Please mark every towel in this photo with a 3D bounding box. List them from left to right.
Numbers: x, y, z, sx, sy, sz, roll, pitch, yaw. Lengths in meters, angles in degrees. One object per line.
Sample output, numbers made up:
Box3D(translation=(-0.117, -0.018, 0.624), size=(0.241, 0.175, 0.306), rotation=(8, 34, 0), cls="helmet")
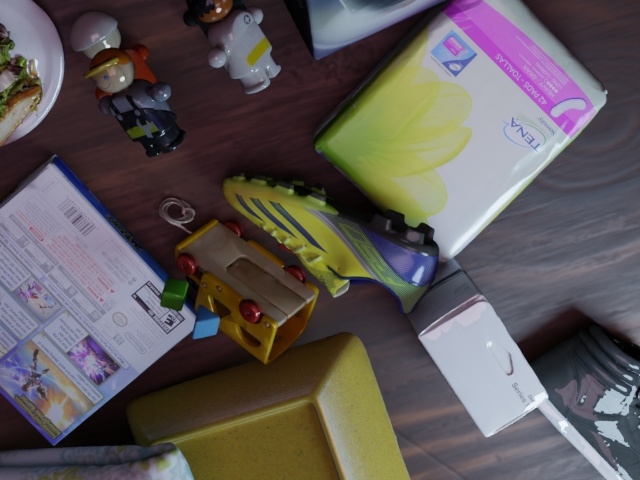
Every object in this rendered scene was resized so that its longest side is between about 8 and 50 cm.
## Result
Box3D(translation=(-0.260, 0.402, 1.629), size=(0.375, 0.090, 0.320), rotation=(-9, 110, 37), cls="towel")

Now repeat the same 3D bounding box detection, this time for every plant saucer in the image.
Box3D(translation=(-0.060, 0.316, 1.637), size=(0.333, 0.081, 0.332), rotation=(-19, 91, 18), cls="plant saucer")

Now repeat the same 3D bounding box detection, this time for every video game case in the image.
Box3D(translation=(-0.324, 0.074, 1.644), size=(0.244, 0.061, 0.269), rotation=(-40, 105, 5), cls="video game case")

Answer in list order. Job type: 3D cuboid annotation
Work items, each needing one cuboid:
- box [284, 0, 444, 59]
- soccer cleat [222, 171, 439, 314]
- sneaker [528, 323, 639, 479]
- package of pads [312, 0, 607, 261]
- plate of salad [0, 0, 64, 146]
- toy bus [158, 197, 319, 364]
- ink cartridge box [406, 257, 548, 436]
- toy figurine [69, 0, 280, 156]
Box3D(translation=(0.084, -0.363, 1.402), size=(0.296, 0.294, 0.182), rotation=(-25, 79, -2), cls="box")
Box3D(translation=(0.000, 0.000, 1.587), size=(0.289, 0.093, 0.121), rotation=(21, 104, 22), cls="soccer cleat")
Box3D(translation=(0.402, 0.229, 1.733), size=(0.147, 0.104, 0.296), rotation=(-44, 100, 12), cls="sneaker")
Box3D(translation=(0.168, -0.146, 1.614), size=(0.229, 0.101, 0.296), rotation=(43, 98, -13), cls="package of pads")
Box3D(translation=(-0.388, -0.193, 1.546), size=(0.200, 0.048, 0.199), rotation=(-13, 120, -23), cls="plate of salad")
Box3D(translation=(-0.105, 0.059, 1.637), size=(0.191, 0.202, 0.104), rotation=(4, 135, -14), cls="toy bus")
Box3D(translation=(0.173, 0.116, 1.622), size=(0.093, 0.219, 0.160), rotation=(-34, 105, 3), cls="ink cartridge box")
Box3D(translation=(-0.166, -0.217, 1.505), size=(0.213, 0.209, 0.148), rotation=(-32, 116, 2), cls="toy figurine")
